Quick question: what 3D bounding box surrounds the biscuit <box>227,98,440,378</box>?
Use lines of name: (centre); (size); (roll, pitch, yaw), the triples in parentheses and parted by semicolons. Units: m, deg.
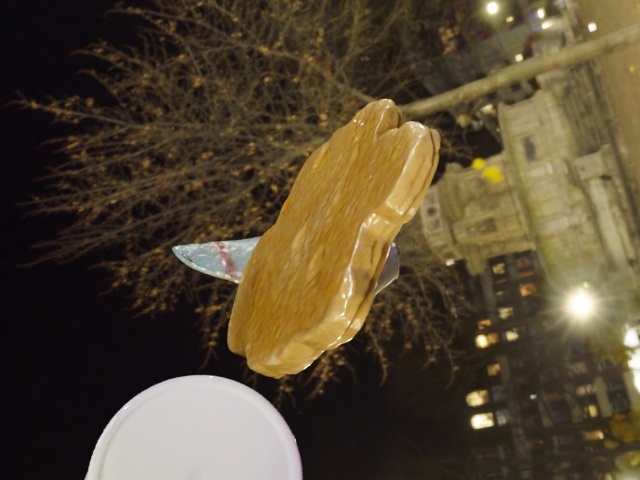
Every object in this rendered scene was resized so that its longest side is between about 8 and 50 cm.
biscuit: (0.004, 0.002, 0.708); (0.051, 0.376, 0.270); (23, -124, -19)

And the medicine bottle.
medicine bottle: (-0.138, 0.289, 0.771); (0.302, 0.241, 0.241); (110, 160, -58)

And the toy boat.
toy boat: (-0.045, 0.021, 0.933); (0.282, 0.096, 0.206); (-4, -141, -30)
